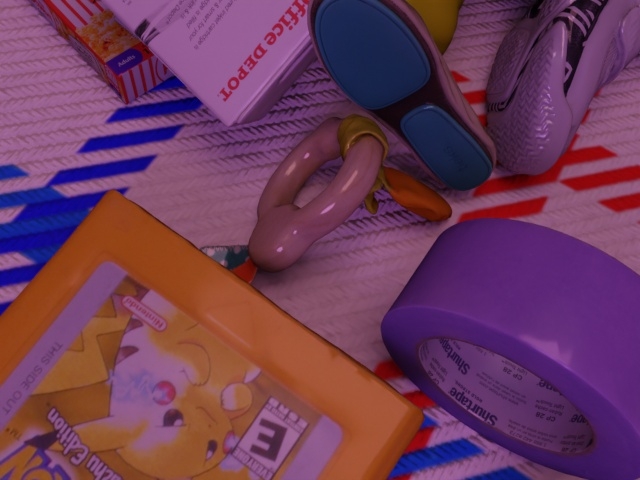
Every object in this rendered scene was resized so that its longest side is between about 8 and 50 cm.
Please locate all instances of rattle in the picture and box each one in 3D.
[{"bbox_3d":[0.000,0.000,0.547,0.130,0.143,0.200,26,78,42],"label":"rattle"}]

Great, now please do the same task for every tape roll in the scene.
[{"bbox_3d":[0.141,0.077,0.435,0.189,0.189,0.080,34,67,10],"label":"tape roll"}]

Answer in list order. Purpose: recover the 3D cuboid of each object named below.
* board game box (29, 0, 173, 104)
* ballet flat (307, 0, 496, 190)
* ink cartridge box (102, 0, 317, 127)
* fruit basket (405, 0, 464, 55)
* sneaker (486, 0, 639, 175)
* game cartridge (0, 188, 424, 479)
[{"bbox_3d":[-0.197,-0.246,0.634,0.146,0.045,0.193,-40,74,-21],"label":"board game box"},{"bbox_3d":[0.071,-0.134,0.522,0.086,0.248,0.086,-21,48,26],"label":"ballet flat"},{"bbox_3d":[-0.087,-0.218,0.528,0.203,0.086,0.148,46,109,-1],"label":"ink cartridge box"},{"bbox_3d":[0.074,-0.349,0.615,0.391,0.392,0.283,18,31,3],"label":"fruit basket"},{"bbox_3d":[0.304,-0.212,0.613,0.210,0.137,0.366,20,78,-8],"label":"sneaker"},{"bbox_3d":[-0.135,0.166,0.416,0.285,0.053,0.324,34,75,10],"label":"game cartridge"}]
